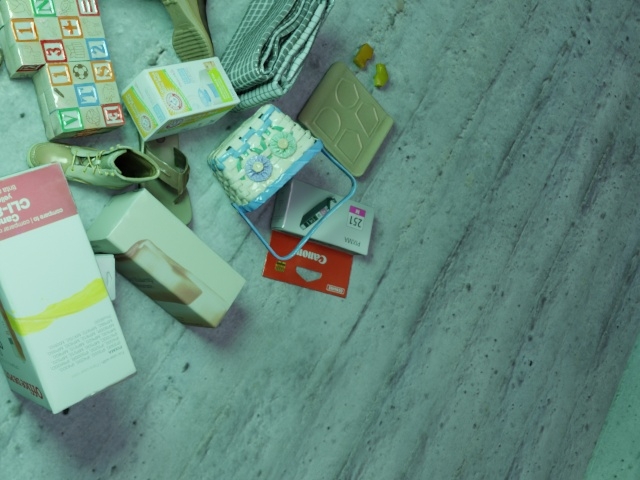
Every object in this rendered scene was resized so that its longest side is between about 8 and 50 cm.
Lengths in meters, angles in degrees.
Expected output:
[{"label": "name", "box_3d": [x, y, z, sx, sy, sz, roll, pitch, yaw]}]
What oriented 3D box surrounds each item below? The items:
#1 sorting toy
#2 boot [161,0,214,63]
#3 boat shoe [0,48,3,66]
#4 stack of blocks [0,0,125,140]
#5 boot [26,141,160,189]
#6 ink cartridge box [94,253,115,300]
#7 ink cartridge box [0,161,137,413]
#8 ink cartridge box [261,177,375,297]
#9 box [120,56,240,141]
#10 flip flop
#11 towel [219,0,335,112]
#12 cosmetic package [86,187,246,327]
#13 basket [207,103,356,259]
[{"label": "sorting toy", "box_3d": [0.088, -0.345, 1.856, 0.229, 0.041, 0.307, 42, 65, -25]}, {"label": "boot", "box_3d": [-0.260, -0.511, 1.549, 0.248, 0.090, 0.206, 70, 29, -46]}, {"label": "boat shoe", "box_3d": [-0.660, -0.383, 1.235, 0.257, 0.095, 0.095, 38, 67, -31]}, {"label": "stack of blocks", "box_3d": [-0.496, -0.345, 1.357, 0.171, 0.087, 0.297, -17, 96, -38]}, {"label": "boot", "box_3d": [-0.430, -0.147, 1.367, 0.213, 0.165, 0.077, 14, 81, -36]}, {"label": "ink cartridge box", "box_3d": [-0.441, 0.071, 1.382, 0.052, 0.122, 0.088, -3, 91, -38]}, {"label": "ink cartridge box", "box_3d": [-0.495, 0.077, 1.241, 0.160, 0.279, 0.384, -26, 105, -35]}, {"label": "ink cartridge box", "box_3d": [0.000, 0.000, 1.768, 0.275, 0.060, 0.238, 18, 78, -36]}, {"label": "box", "box_3d": [-0.285, -0.291, 1.474, 0.203, 0.103, 0.114, -26, 89, -47]}, {"label": "flip flop", "box_3d": [-0.318, -0.163, 1.505, 0.112, 0.080, 0.276, -5, 89, -42]}, {"label": "towel", "box_3d": [-0.112, -0.430, 1.577, 0.121, 0.235, 0.283, 35, 69, -26]}, {"label": "cosmetic package", "box_3d": [-0.316, 0.042, 1.463, 0.296, 0.153, 0.129, 45, 63, -27]}, {"label": "basket", "box_3d": [-0.093, -0.133, 1.595, 0.254, 0.201, 0.289, -48, 110, -10]}]
